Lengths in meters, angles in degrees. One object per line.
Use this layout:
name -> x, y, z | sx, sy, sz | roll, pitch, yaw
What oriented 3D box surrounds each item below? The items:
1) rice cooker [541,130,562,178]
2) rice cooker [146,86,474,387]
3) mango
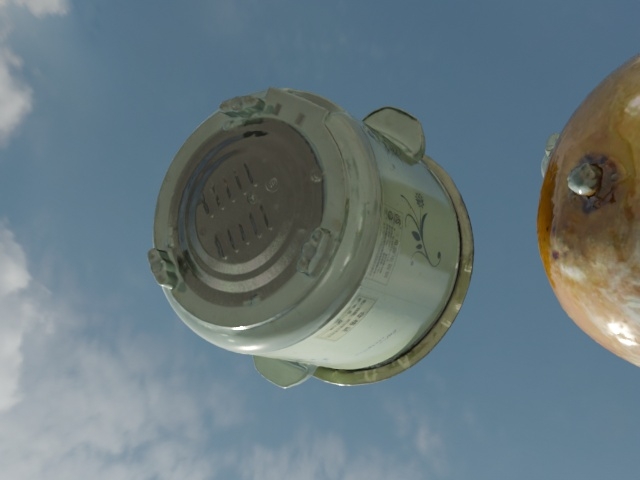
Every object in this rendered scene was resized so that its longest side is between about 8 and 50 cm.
rice cooker -> 0.391, -0.042, 0.939 | 0.241, 0.280, 0.227 | -11, -63, 34
rice cooker -> 0.000, 0.000, 0.818 | 0.264, 0.316, 0.317 | 25, -102, 35
mango -> 0.295, -0.018, 0.482 | 0.384, 0.199, 0.221 | 1, -79, -30
